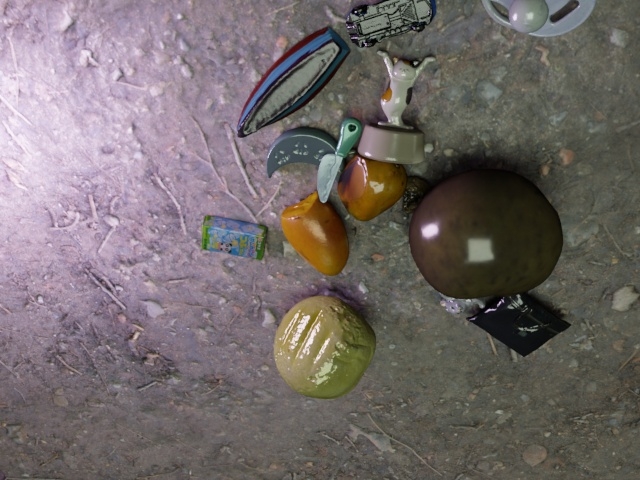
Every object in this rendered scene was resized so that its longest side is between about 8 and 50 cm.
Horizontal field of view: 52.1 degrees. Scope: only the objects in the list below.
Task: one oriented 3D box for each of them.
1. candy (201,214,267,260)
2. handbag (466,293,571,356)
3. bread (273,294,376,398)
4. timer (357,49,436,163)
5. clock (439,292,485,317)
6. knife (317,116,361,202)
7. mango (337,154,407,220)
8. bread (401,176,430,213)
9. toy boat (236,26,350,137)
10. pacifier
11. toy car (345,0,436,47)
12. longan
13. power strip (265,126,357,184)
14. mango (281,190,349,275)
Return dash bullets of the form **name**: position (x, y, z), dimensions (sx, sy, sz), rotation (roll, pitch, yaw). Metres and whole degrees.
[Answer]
- **candy**: position (-0.264, -0.009, 2.002), dimensions (0.195, 0.062, 0.097), rotation (11, 125, -1)
- **handbag**: position (0.622, 0.254, 2.050), dimensions (0.254, 0.088, 0.211), rotation (33, 129, -16)
- **bread**: position (0.005, 0.333, 2.061), dimensions (0.237, 0.320, 0.320), rotation (29, 126, -36)
- **timer**: position (0.197, -0.342, 1.671), dimensions (0.175, 0.175, 0.266), rotation (7, 108, 3)
- **clock**: position (0.412, 0.164, 2.020), dimensions (0.117, 0.080, 0.176), rotation (-33, 117, 27)
- **knife**: position (0.037, -0.216, 1.769), dimensions (0.063, 0.034, 0.260), rotation (21, 118, -10)
- **mango**: position (0.148, -0.137, 1.797), dimensions (0.166, 0.136, 0.236), rotation (-7, 155, -31)
- **bread**: position (0.269, -0.124, 1.847), dimensions (0.082, 0.060, 0.113), rotation (0, 124, 11)
- **toy boat**: position (-0.092, -0.391, 1.706), dimensions (0.392, 0.079, 0.136), rotation (-37, 111, 25)
- **pacifier**: position (0.455, -0.533, 1.438), dimensions (0.287, 0.225, 0.238), rotation (39, 140, -17)
- **toy car**: position (0.168, -0.537, 1.568), dimensions (0.216, 0.063, 0.103), rotation (-15, 122, 11)
- **longan**: position (0.433, -0.012, 1.735), dimensions (0.405, 0.336, 0.404), rotation (-3, 121, -4)
- **power strip**: position (-0.027, -0.231, 1.817), dimensions (0.253, 0.054, 0.167), rotation (5, 126, 5)
- **mango**: position (0.000, 0.000, 1.926), dimensions (0.187, 0.138, 0.257), rotation (-21, 114, 35)
